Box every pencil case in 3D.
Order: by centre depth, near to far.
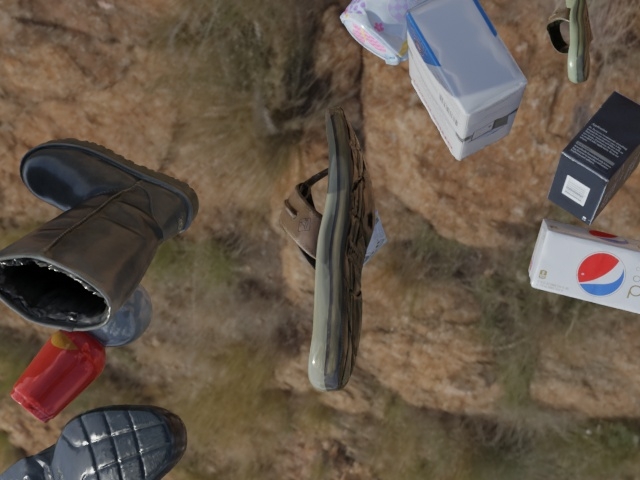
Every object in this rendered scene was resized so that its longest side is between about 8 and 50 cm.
[{"bbox_3d":[0.152,-0.405,1.298,0.124,0.273,0.113,38,-179,-10],"label":"pencil case"}]

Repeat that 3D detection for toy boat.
[{"bbox_3d":[-0.305,0.011,0.746,0.318,0.148,0.267,43,162,-12],"label":"toy boat"}]

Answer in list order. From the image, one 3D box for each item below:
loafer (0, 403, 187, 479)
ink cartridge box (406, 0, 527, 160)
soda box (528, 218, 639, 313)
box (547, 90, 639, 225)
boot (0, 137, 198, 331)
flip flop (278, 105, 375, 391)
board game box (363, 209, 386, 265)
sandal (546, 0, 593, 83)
[{"bbox_3d":[-0.140,0.145,0.544,0.170,0.061,0.062,-27,69,32],"label":"loafer"},{"bbox_3d":[0.167,-0.192,1.002,0.140,0.082,0.191,62,-177,12],"label":"ink cartridge box"},{"bbox_3d":[0.359,0.038,0.989,0.216,0.069,0.074,14,106,6],"label":"soda box"},{"bbox_3d":[0.474,-0.136,1.427,0.093,0.158,0.156,37,162,21],"label":"box"},{"bbox_3d":[-0.213,-0.009,0.702,0.189,0.208,0.076,12,122,12],"label":"boot"},{"bbox_3d":[0.000,0.000,0.772,0.080,0.277,0.112,-1,159,16],"label":"flip flop"},{"bbox_3d":[0.037,0.010,0.996,0.020,0.090,0.090,39,169,24],"label":"board game box"},{"bbox_3d":[0.495,-0.422,1.697,0.086,0.303,0.120,-6,128,24],"label":"sandal"}]
